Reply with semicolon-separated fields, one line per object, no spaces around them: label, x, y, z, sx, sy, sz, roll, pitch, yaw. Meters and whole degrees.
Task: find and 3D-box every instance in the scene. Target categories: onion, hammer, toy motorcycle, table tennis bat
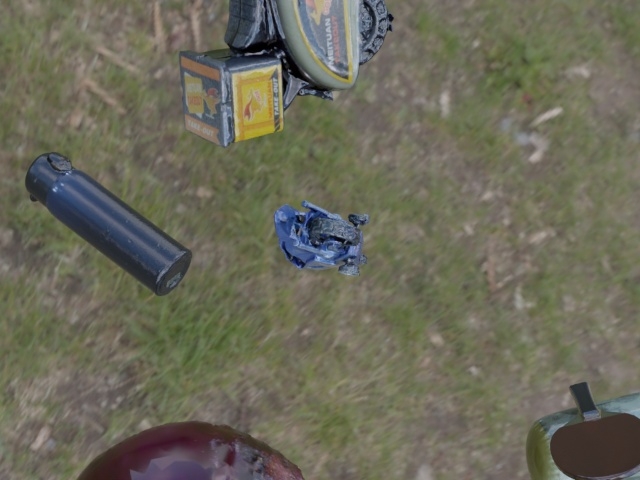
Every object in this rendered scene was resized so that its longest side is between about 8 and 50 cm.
onion;-0.186;0.356;1.704;0.337;0.282;0.260;-38;111;12
hammer;0.352;0.318;1.668;0.202;0.305;0.113;-11;38;-3
toy motorcycle;0.000;0.000;1.682;0.114;0.205;0.076;10;80;7
table tennis bat;0.262;0.182;1.310;0.095;0.158;0.014;-15;115;5
toy motorcycle;-0.032;-0.210;0.951;0.157;0.091;0.263;-18;116;-31

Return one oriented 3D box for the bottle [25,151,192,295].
bottle;-0.279;-0.026;1.785;0.244;0.082;0.072;35;37;15
